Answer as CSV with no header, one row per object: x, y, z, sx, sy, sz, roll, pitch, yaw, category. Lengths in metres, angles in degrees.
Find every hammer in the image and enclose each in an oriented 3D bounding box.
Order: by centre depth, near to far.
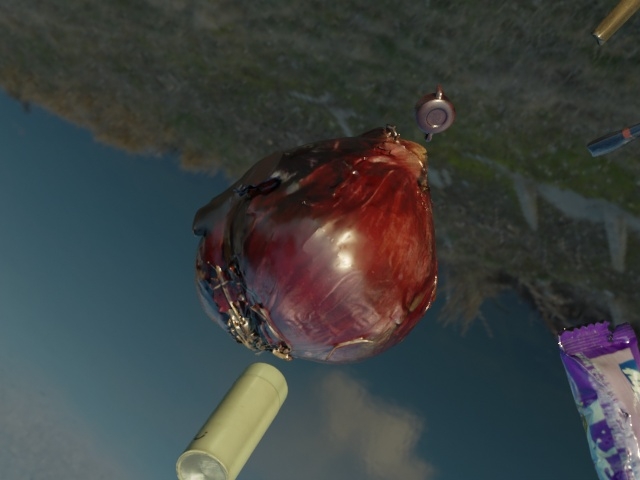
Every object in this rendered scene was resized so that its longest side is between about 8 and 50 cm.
0.658,-0.232,2.052,0.137,0.037,0.290,4,163,-34,hammer

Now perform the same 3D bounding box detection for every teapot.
0.189,-0.213,1.681,0.068,0.045,0.100,5,125,-12,teapot

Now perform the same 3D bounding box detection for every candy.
0.378,0.231,1.237,0.070,0.145,0.275,-33,67,48,candy

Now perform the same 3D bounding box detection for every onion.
-0.010,0.017,1.012,0.221,0.281,0.281,41,154,-28,onion

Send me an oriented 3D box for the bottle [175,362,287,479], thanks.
-0.107,0.234,1.259,0.072,0.201,0.072,8,117,16,bottle

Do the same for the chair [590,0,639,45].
0.358,-0.165,0.718,0.166,0.272,0.188,35,167,51,chair
